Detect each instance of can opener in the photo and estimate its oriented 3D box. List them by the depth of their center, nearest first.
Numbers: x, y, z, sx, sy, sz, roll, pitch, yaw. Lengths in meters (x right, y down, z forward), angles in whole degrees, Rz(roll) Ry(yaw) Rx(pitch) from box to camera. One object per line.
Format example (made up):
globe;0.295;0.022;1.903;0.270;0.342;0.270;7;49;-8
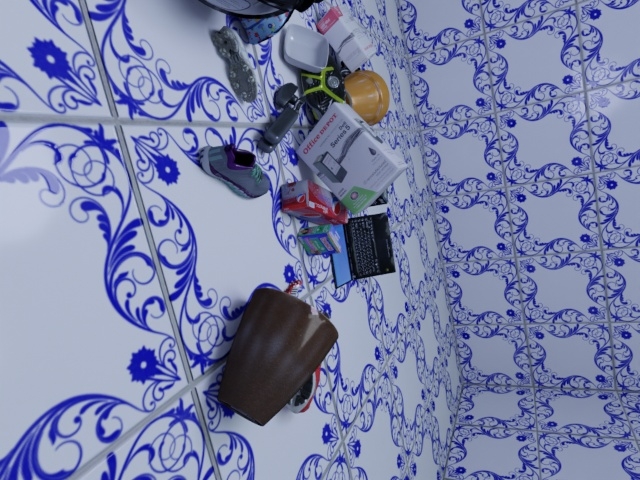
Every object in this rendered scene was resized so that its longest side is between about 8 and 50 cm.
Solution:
can opener;-0.111;-0.344;1.124;0.093;0.074;0.280;32;45;-13

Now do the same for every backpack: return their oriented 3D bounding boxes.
backpack;-0.144;-0.598;1.025;0.117;0.158;0.173;40;61;-42

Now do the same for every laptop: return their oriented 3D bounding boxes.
laptop;0.151;0.030;1.435;0.136;0.265;0.234;-169;-110;-80

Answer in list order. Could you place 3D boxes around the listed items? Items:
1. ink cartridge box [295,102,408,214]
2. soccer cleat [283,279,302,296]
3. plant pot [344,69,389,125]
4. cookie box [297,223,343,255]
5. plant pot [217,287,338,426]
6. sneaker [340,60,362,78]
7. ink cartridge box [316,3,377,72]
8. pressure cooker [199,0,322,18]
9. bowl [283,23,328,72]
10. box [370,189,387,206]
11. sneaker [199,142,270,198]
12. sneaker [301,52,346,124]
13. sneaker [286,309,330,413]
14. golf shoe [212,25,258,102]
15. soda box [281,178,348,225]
ink cartridge box;0.090;-0.245;1.202;0.273;0.198;0.115;47;28;8
soccer cleat;-0.074;0.136;1.100;0.083;0.029;0.035;-45;132;-53
plant pot;0.119;-0.509;1.473;0.188;0.205;0.204;-31;111;-45
cookie box;0.000;0.000;1.186;0.091;0.107;0.040;58;36;-38
plant pot;-0.106;0.255;0.845;0.230;0.216;0.215;-60;136;-30
sneaker;0.102;-0.678;1.617;0.097;0.084;0.235;54;31;-3
ink cartridge box;0.104;-0.768;1.525;0.218;0.092;0.158;47;37;-12
pressure cooker;-0.148;-0.665;0.770;0.375;0.371;0.419;70;24;-68
bowl;-0.050;-0.591;1.250;0.142;0.053;0.141;12;69;-20
box;0.151;-0.196;1.484;0.180;0.148;0.077;40;48;-53
sneaker;-0.165;-0.155;0.918;0.224;0.098;0.083;20;66;-60
sneaker;0.022;-0.439;1.351;0.147;0.145;0.384;171;-98;-80
sneaker;-0.039;0.319;1.075;0.118;0.108;0.278;79;24;-51
golf shoe;-0.190;-0.431;0.982;0.086;0.069;0.176;-62;138;-57
soda box;-0.011;-0.105;1.208;0.263;0.092;0.083;16;68;-60
